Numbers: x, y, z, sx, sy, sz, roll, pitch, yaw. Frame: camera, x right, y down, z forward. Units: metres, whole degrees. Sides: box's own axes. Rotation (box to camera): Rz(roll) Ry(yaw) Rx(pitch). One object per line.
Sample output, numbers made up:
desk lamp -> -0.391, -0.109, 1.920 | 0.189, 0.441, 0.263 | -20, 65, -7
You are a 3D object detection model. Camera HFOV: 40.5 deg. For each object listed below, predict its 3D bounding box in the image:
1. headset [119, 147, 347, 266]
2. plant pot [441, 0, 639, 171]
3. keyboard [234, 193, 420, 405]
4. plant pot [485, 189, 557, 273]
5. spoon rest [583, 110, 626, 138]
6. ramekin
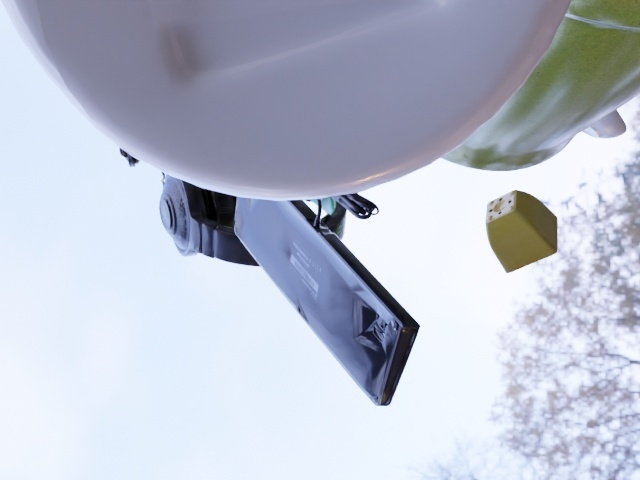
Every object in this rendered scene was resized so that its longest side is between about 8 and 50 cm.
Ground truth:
headset -> -0.144, -0.093, 1.268 | 0.243, 0.394, 0.185 | -33, -44, -48
plant pot -> 0.192, -0.250, 0.769 | 0.366, 0.353, 0.366 | 4, -118, -9
keyboard -> 0.000, 0.000, 0.889 | 0.033, 0.317, 0.201 | -15, -47, -31
plant pot -> 0.271, -0.021, 1.199 | 0.083, 0.081, 0.081 | 47, -145, -23
spoon rest -> 0.512, -0.281, 1.689 | 0.276, 0.137, 0.084 | 31, -85, -46
ramekin -> -0.013, -0.152, 0.393 | 0.135, 0.277, 0.277 | -78, -33, -70
